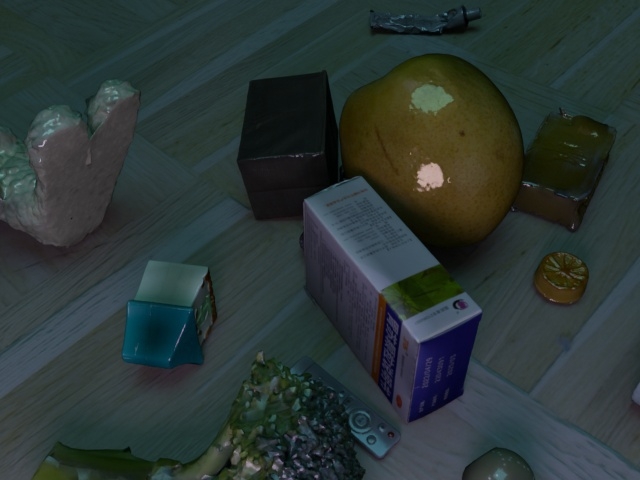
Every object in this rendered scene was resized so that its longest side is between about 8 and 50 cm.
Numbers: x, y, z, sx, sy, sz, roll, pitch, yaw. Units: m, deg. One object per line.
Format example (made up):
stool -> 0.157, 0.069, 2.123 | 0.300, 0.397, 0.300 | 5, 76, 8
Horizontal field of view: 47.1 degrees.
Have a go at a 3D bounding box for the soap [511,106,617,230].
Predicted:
soap -> 0.437, -0.134, 1.323 | 0.135, 0.076, 0.233 | 21, 53, 22

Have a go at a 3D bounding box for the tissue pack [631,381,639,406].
tissue pack -> 0.628, 0.184, 0.854 | 0.205, 0.332, 0.405 | -30, 53, -28

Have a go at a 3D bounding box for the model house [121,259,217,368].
model house -> -0.221, 0.122, 1.078 | 0.100, 0.127, 0.149 | 7, 45, 9

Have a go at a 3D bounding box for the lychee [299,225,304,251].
lychee -> 0.000, 0.000, 1.220 | 0.067, 0.068, 0.083 | -16, 47, -39

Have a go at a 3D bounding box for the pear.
pear -> 0.181, -0.145, 1.195 | 0.314, 0.314, 0.314 | -1, 47, 1

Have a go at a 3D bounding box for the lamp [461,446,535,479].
lamp -> 0.242, 0.339, 0.900 | 0.091, 0.091, 0.163 | -23, 66, -18

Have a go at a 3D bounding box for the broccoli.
broccoli -> -0.129, 0.284, 0.904 | 0.353, 0.275, 0.397 | -22, 27, -39

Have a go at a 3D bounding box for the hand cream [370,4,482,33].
hand cream -> 0.241, -0.512, 1.696 | 0.256, 0.050, 0.084 | -2, 45, 9

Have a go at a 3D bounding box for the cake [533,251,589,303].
cake -> 0.383, 0.059, 1.168 | 0.084, 0.044, 0.084 | -1, 49, 2

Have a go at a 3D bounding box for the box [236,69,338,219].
box -> -0.050, -0.169, 1.318 | 0.148, 0.155, 0.231 | -5, 48, 8

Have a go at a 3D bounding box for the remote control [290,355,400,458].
remote control -> 0.029, 0.235, 1.036 | 0.184, 0.027, 0.050 | 36, 59, 24

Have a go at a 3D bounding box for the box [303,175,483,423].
box -> 0.089, 0.079, 1.055 | 0.106, 0.200, 0.299 | -24, 51, -20

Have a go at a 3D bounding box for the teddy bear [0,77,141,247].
teddy bear -> -0.526, -0.160, 1.227 | 0.362, 0.375, 0.327 | 33, 43, 11

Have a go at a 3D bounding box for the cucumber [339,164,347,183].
cucumber -> 0.057, -0.062, 1.284 | 0.058, 0.058, 0.187 | -2, 46, 1
